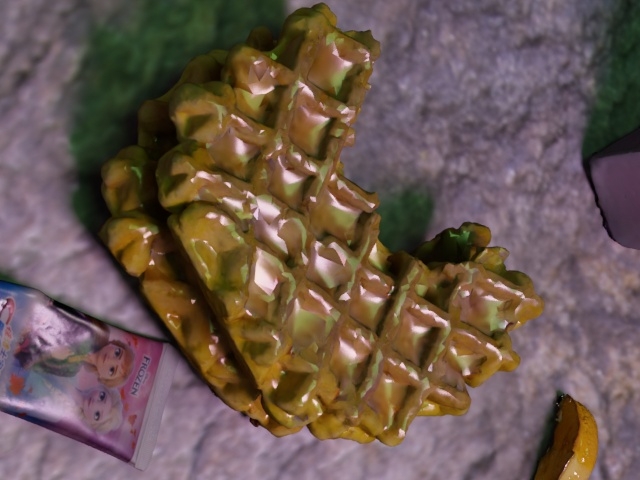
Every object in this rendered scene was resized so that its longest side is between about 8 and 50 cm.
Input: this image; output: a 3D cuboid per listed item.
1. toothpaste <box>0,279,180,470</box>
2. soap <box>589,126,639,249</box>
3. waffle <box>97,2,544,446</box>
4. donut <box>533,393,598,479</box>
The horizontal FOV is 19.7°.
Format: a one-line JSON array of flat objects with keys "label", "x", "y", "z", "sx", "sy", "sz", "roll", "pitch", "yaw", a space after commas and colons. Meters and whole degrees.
[{"label": "toothpaste", "x": -0.212, "y": 0.077, "z": 1.282, "sx": 0.266, "sy": 0.061, "sz": 0.096, "roll": 26, "pitch": 72, "yaw": -34}, {"label": "soap", "x": 0.422, "y": -0.093, "z": 1.550, "sx": 0.296, "sy": 0.285, "sz": 0.107, "roll": -30, "pitch": 102, "yaw": -32}, {"label": "waffle", "x": 0.000, "y": 0.000, "z": 1.359, "sx": 0.261, "sy": 0.151, "sz": 0.324, "roll": -44, "pitch": 105, "yaw": -22}, {"label": "donut", "x": 0.207, "y": 0.176, "z": 1.543, "sx": 0.038, "sy": 0.067, "sz": 0.083, "roll": 25, "pitch": 42, "yaw": -21}]
